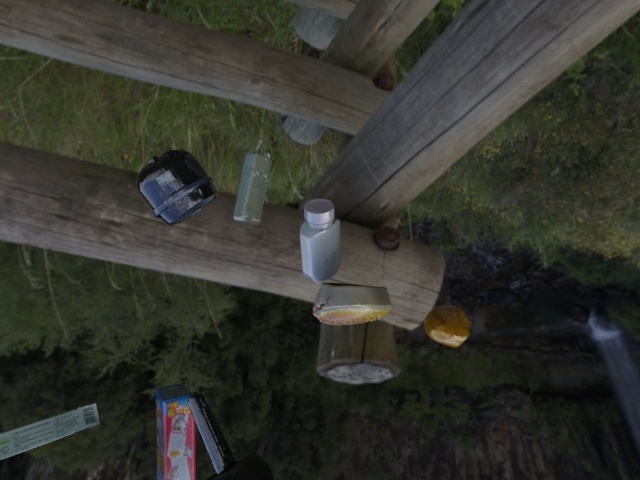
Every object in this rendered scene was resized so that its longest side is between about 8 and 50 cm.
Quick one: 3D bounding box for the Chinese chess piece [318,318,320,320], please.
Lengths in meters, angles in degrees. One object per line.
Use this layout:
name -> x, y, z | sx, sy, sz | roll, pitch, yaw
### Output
Chinese chess piece -> 0.043, 0.311, 2.086 | 0.144, 0.058, 0.144 | -15, 120, -28

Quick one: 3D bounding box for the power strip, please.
power strip -> -0.222, -0.199, 1.536 | 0.053, 0.287, 0.093 | 7, 173, 34

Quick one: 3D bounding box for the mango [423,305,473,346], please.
mango -> 0.443, 0.301, 1.594 | 0.252, 0.154, 0.126 | 0, 126, -57

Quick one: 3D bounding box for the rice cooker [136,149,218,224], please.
rice cooker -> -0.520, -0.197, 1.653 | 0.267, 0.267, 0.224 | -29, 97, 38

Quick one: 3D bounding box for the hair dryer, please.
hair dryer -> -0.269, 0.525, 1.108 | 0.244, 0.302, 0.116 | -41, 159, 31

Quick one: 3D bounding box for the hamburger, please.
hamburger -> 0.116, 0.224, 1.598 | 0.227, 0.151, 0.295 | -5, 167, 45

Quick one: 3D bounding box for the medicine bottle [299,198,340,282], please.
medicine bottle -> 0.000, 0.000, 1.662 | 0.111, 0.161, 0.296 | 27, 136, 33

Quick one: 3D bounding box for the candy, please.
candy -> -0.454, 0.622, 1.421 | 0.100, 0.305, 0.157 | -1, 179, -29

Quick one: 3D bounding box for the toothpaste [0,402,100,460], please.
toothpaste -> -0.753, 0.505, 1.178 | 0.081, 0.067, 0.337 | -23, 168, 31
